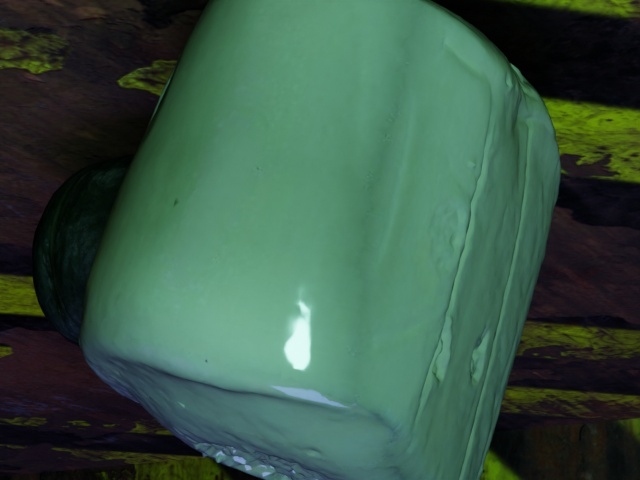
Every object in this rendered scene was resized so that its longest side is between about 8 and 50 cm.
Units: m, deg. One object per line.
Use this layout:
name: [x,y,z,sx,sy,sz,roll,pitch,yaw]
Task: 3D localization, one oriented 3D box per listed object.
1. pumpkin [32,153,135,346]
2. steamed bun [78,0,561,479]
pumpkin: [-0.118,0.036,1.699,0.300,0.207,0.300,10,163,3]
steamed bun: [0.000,0.000,1.382,0.290,0.371,0.456,12,164,19]
